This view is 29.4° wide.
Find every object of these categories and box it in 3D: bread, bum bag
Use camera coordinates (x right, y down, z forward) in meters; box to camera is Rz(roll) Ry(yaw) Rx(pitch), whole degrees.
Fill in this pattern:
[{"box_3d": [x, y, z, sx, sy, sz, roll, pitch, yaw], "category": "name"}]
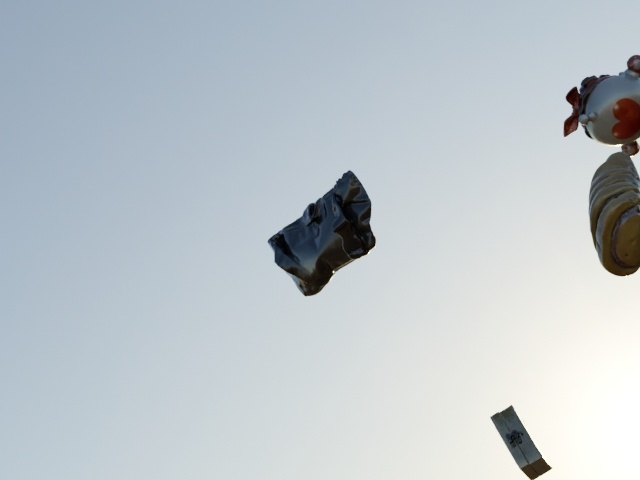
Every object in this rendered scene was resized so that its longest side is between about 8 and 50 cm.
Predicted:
[{"box_3d": [0.441, -0.040, 1.813, 0.081, 0.134, 0.225, -6, 20, 13], "category": "bread"}, {"box_3d": [0.000, 0.000, 1.306, 0.049, 0.087, 0.197, -22, -10, -35], "category": "bum bag"}]

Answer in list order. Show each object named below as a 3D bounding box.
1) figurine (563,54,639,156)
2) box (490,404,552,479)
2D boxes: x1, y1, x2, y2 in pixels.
[{"box_3d": [0.528, -0.221, 2.087, 0.226, 0.160, 0.183, -4, -45, 3], "category": "figurine"}, {"box_3d": [0.254, 0.256, 1.542, 0.035, 0.079, 0.083, -32, -28, 5], "category": "box"}]
